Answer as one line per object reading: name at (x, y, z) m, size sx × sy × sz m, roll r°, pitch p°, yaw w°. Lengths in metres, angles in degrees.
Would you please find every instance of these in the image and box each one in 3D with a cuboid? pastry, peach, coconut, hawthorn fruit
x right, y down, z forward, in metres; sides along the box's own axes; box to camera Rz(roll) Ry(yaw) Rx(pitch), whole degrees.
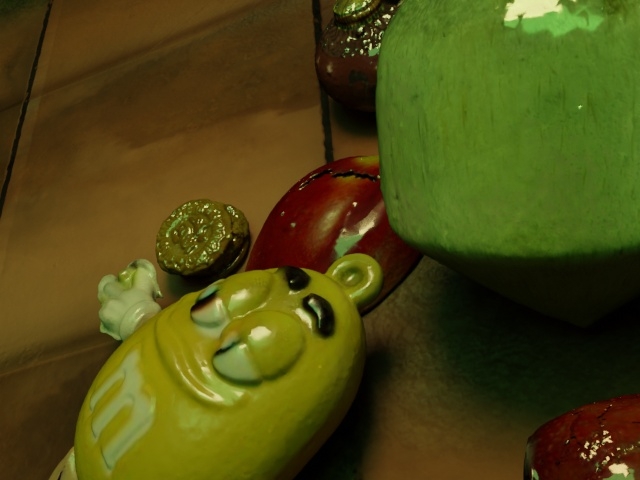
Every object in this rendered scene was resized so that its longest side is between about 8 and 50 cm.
pastry at (-0.132, 0.001, 0.910) m, size 0.109 × 0.057 × 0.097 m, roll -43°, pitch 54°, yaw -5°
peach at (-0.001, -0.003, 0.837) m, size 0.189 × 0.068 × 0.279 m, roll 27°, pitch 72°, yaw 41°
coconut at (0.200, -0.084, 0.648) m, size 0.328 × 0.328 × 0.281 m, roll -44°, pitch 18°, yaw -8°
hawthorn fruit at (0.225, 0.169, 0.547) m, size 0.172 × 0.148 × 0.148 m, roll -29°, pitch 46°, yaw -17°

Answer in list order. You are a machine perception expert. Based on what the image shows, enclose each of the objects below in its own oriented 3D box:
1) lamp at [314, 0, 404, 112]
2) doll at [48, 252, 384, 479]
lamp at (0.064, -0.226, 0.921) m, size 0.156 × 0.135 × 0.157 m, roll -17°, pitch 52°, yaw 16°
doll at (-0.152, 0.176, 0.727) m, size 0.348 × 0.161 × 0.423 m, roll 9°, pitch 66°, yaw 38°
